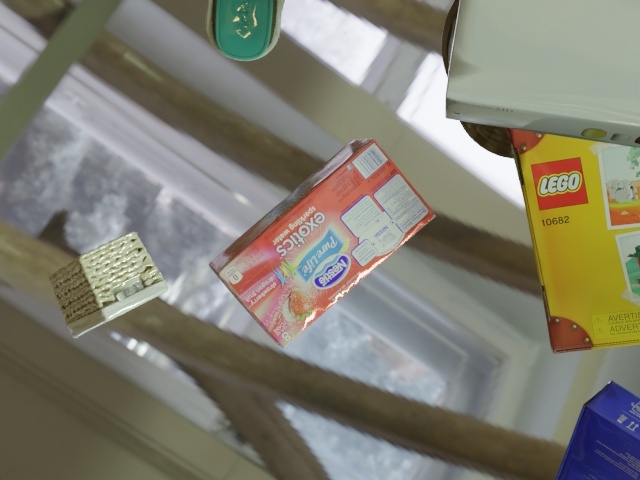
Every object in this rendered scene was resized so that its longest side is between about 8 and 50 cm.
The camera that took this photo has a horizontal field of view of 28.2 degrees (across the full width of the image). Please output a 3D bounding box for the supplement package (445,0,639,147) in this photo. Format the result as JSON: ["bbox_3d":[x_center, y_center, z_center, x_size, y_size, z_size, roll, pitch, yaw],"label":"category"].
[{"bbox_3d":[0.288,-0.231,1.483,0.145,0.262,0.204,40,60,-82],"label":"supplement package"}]

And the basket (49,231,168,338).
[{"bbox_3d":[-0.315,0.064,1.862,0.113,0.103,0.167,-28,-179,-31],"label":"basket"}]

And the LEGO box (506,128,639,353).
[{"bbox_3d":[0.531,-0.075,1.735,0.500,0.372,0.193,-8,-160,17],"label":"LEGO box"}]

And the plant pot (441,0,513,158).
[{"bbox_3d":[0.331,-0.270,2.006,0.323,0.323,0.280,-47,-173,32],"label":"plant pot"}]

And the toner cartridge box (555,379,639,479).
[{"bbox_3d":[0.472,0.339,1.602,0.075,0.348,0.165,-31,143,-41],"label":"toner cartridge box"}]

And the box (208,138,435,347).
[{"bbox_3d":[0.000,0.000,1.883,0.300,0.154,0.142,-42,-170,-5],"label":"box"}]

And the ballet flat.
[{"bbox_3d":[-0.081,-0.430,1.668,0.139,0.139,0.400,-73,176,-54],"label":"ballet flat"}]
